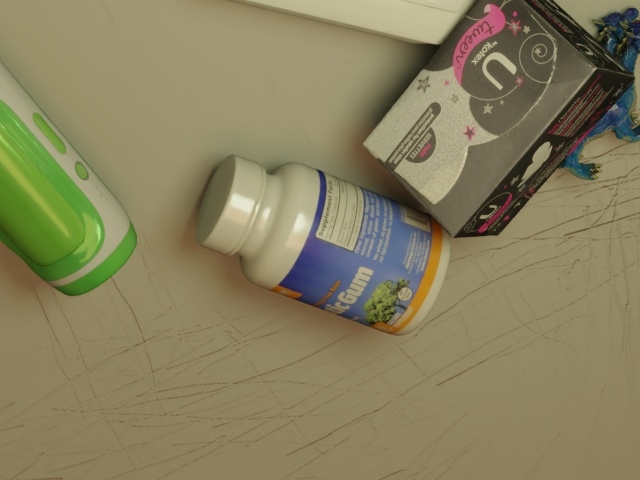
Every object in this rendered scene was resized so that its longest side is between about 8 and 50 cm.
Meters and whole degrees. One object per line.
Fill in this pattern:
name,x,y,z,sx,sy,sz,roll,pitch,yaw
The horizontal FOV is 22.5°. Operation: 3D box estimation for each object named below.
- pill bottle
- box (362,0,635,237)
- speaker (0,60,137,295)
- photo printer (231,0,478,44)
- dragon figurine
pill bottle,0.000,0.000,1.857,0.272,0.152,0.152,20,108,-18
box,0.196,-0.146,1.790,0.163,0.142,0.247,47,110,19
speaker,-0.333,-0.078,1.774,0.131,0.131,0.296,-35,115,5
photo printer,0.056,-0.353,1.740,0.308,0.107,0.256,10,110,-16
dragon figurine,0.295,-0.152,1.887,0.289,0.085,0.144,-35,115,4
